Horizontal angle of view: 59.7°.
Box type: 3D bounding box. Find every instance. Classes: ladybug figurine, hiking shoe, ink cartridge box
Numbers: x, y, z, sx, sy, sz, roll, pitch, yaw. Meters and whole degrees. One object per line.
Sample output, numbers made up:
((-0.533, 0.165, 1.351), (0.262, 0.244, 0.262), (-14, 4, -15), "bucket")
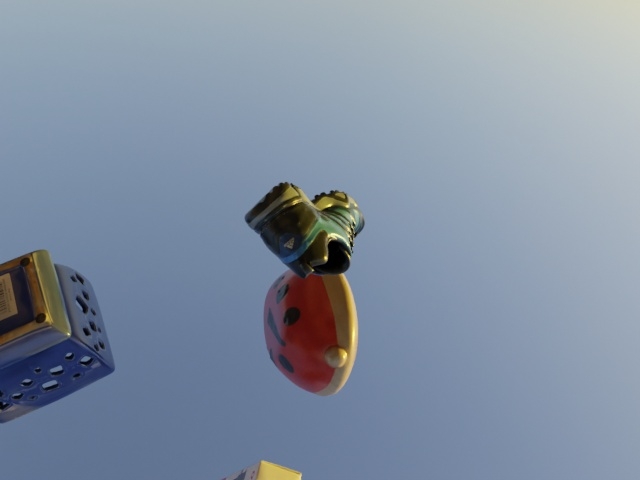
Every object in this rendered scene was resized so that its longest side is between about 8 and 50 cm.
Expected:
((-0.036, 0.193, 1.306), (0.161, 0.305, 0.449), (6, -175, -14), "ladybug figurine")
((0.000, 0.000, 0.852), (0.132, 0.113, 0.304), (57, -157, 14), "hiking shoe")
((-0.148, 0.571, 1.145), (0.100, 0.237, 0.172), (27, -132, -17), "ink cartridge box")

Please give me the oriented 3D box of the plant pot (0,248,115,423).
((-0.557, 0.166, 1.049), (0.235, 0.212, 0.236), (-24, -121, -11), "plant pot")
